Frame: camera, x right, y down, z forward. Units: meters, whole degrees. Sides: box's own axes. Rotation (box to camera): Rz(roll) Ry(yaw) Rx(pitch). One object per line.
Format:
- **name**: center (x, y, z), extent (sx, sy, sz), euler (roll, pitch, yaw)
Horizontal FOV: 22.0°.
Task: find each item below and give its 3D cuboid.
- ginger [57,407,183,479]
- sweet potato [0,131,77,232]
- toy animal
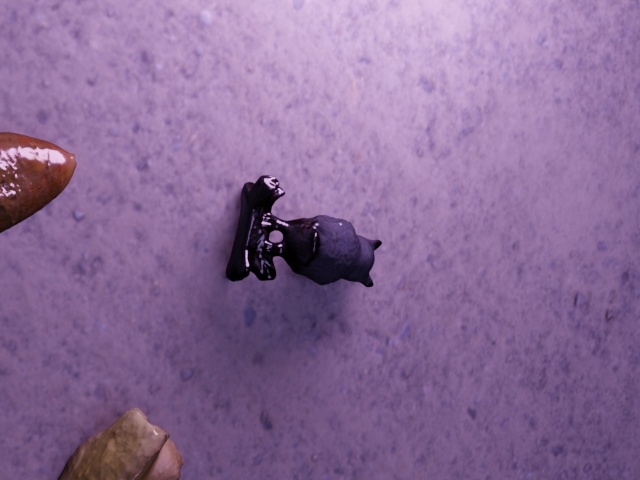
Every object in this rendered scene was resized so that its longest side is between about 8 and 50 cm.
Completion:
- **ginger**: center (-0.225, 0.281, 1.773), extent (0.193, 0.115, 0.122), euler (-47, 139, -6)
- **sweet potato**: center (-0.407, -0.041, 1.577), extent (0.385, 0.109, 0.109), euler (-10, 105, -33)
- **toy animal**: center (0.005, 0.001, 1.873), extent (0.210, 0.117, 0.121), euler (10, 86, -35)
